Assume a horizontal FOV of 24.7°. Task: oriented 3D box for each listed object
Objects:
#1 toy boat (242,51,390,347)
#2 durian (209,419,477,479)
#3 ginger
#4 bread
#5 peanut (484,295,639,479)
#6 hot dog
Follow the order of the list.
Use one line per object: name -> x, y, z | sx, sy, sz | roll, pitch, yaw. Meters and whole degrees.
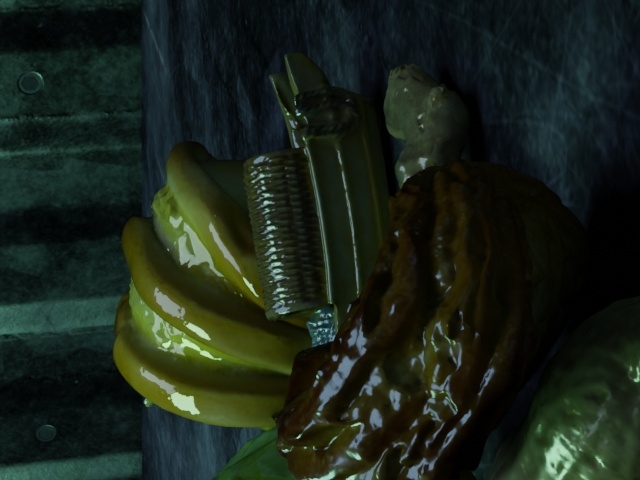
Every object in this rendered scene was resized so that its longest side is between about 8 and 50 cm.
toy boat -> 0.000, 0.000, 1.216 | 0.089, 0.115, 0.310 | 153, 112, -75
durian -> 0.036, 0.224, 0.907 | 0.339, 0.204, 0.256 | 49, -175, -27
ginger -> 0.082, -0.006, 1.004 | 0.149, 0.065, 0.258 | 98, 159, -48
bread -> -0.109, 0.045, 1.479 | 0.315, 0.211, 0.270 | -127, 36, -60
peanut -> 0.142, 0.107, 0.733 | 0.090, 0.099, 0.214 | 58, 148, 30
hot dog -> 0.060, 0.044, 0.755 | 0.175, 0.114, 0.259 | -60, -10, 16
